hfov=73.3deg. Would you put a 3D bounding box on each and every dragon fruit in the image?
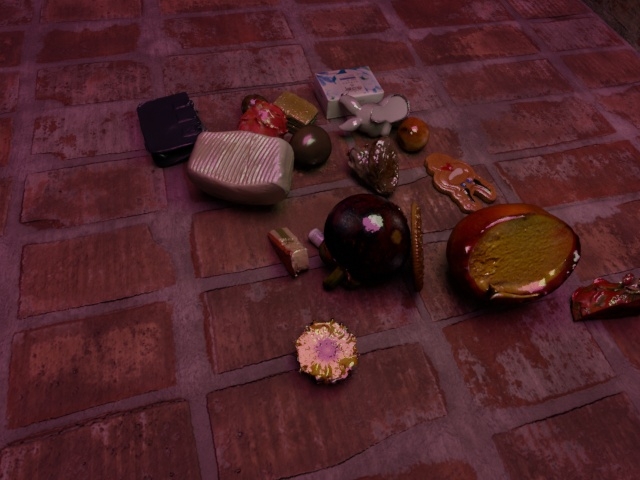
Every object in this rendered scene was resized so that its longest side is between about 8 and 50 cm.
[{"bbox_3d":[-0.251,-0.441,1.763,0.268,0.205,0.210,-41,83,11],"label":"dragon fruit"},{"bbox_3d":[1.013,0.180,1.467,0.262,0.211,0.134,0,64,-12],"label":"dragon fruit"}]

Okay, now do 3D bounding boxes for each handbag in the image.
[{"bbox_3d":[-0.600,-0.470,1.796,0.269,0.118,0.326,-20,61,-9],"label":"handbag"}]

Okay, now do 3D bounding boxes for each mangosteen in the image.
[{"bbox_3d":[0.131,0.011,1.443,0.359,0.306,0.306,-38,66,-9],"label":"mangosteen"}]

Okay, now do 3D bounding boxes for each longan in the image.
[{"bbox_3d":[-0.045,-0.386,1.762,0.189,0.189,0.189,2,57,-4],"label":"longan"}]

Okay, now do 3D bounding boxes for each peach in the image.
[{"bbox_3d":[0.627,0.041,1.455,0.406,0.310,0.335,-13,96,-1],"label":"peach"}]

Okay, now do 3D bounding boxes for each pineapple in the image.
[{"bbox_3d":[0.018,0.349,1.334,0.224,0.076,0.225,2,59,-3],"label":"pineapple"}]

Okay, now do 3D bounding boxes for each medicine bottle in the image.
[{"bbox_3d":[0.000,0.000,1.576,0.052,0.052,0.089,-38,68,-25],"label":"medicine bottle"}]

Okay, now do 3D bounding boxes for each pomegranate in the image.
[{"bbox_3d":[-0.287,-0.581,1.894,0.130,0.130,0.130,2,57,-4],"label":"pomegranate"}]

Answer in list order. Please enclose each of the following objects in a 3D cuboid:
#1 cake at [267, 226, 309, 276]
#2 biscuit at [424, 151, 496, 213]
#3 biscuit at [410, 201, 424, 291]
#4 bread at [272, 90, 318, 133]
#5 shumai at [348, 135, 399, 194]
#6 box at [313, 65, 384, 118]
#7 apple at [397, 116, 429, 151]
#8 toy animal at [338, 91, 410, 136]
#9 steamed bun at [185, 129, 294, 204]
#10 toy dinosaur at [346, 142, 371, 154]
[{"bbox_3d":[-0.110,0.045,1.546,0.086,0.117,0.220,-20,28,-20],"label":"cake"},{"bbox_3d":[0.574,-0.253,1.799,0.202,0.047,0.334,-31,64,-22],"label":"biscuit"},{"bbox_3d":[0.329,0.023,1.449,0.038,0.305,0.305,-2,55,14],"label":"biscuit"},{"bbox_3d":[-0.116,-0.557,1.903,0.196,0.102,0.138,28,61,10],"label":"bread"},{"bbox_3d":[0.217,-0.302,1.765,0.184,0.218,0.185,-33,22,-35],"label":"shumai"},{"bbox_3d":[0.127,-0.692,2.005,0.274,0.116,0.203,-13,59,-13],"label":"box"},{"bbox_3d":[0.396,-0.459,1.862,0.146,0.146,0.146,2,57,-4],"label":"apple"},{"bbox_3d":[0.244,-0.559,1.897,0.325,0.154,0.208,3,84,-18],"label":"toy animal"},{"bbox_3d":[-0.287,-0.254,1.617,0.383,0.236,0.247,6,66,7],"label":"steamed bun"},{"bbox_3d":[0.188,-0.384,1.843,0.154,0.055,0.049,-3,54,2],"label":"toy dinosaur"}]
